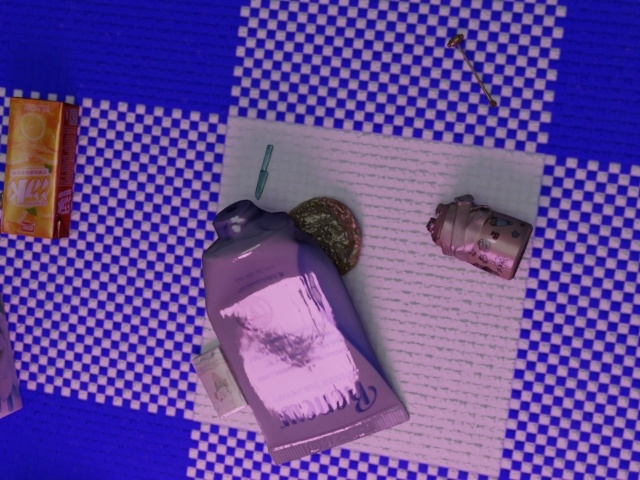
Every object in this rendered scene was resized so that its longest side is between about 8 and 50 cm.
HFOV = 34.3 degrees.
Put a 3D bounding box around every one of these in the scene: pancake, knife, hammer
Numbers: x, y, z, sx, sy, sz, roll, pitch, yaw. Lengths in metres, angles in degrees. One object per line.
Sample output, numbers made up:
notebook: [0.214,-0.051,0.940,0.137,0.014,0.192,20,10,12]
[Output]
pancake: [0.000,0.000,1.619,0.139,0.022,0.140,2,98,14]
knife: [-0.089,-0.108,1.641,0.014,0.005,0.091,18,98,12]
hammer: [0.230,-0.254,1.558,0.029,0.014,0.123,-31,88,21]

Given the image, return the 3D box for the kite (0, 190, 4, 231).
kite: [-0.524,-0.050,1.740,0.044,0.002,0.078,-5,91,13]

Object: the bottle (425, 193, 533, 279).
bottle: [0.230,-0.010,1.535,0.152,0.099,0.099,24,98,13]

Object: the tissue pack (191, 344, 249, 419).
tissue pack: [-0.161,0.228,1.669,0.056,0.023,0.108,-28,88,13]

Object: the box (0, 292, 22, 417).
box: [-0.597,0.202,1.633,0.116,0.274,0.203,-8,92,11]

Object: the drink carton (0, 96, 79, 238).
drink carton: [-0.456,-0.117,1.687,0.096,0.071,0.223,8,95,10]

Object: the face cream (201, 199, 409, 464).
face cream: [-0.049,0.135,1.597,0.234,0.137,0.420,-22,104,11]
